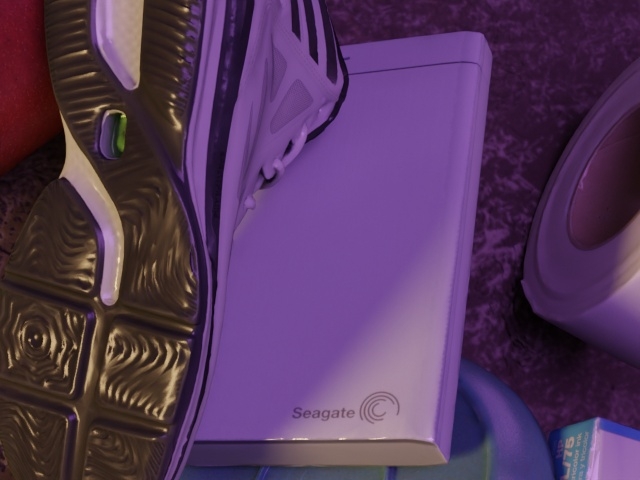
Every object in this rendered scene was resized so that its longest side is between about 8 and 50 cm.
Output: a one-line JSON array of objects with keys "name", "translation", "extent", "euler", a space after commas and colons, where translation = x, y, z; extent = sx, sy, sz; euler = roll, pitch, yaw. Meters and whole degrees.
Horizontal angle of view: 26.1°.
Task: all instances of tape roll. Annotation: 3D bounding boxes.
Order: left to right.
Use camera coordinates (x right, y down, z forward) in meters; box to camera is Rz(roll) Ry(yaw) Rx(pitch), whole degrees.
[{"name": "tape roll", "translation": [0.292, -0.035, 1.173], "extent": [0.100, 0.286, 0.286], "euler": [28, 65, -15]}]

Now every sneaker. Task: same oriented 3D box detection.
[{"name": "sneaker", "translation": [-0.072, -0.018, 0.965], "extent": [0.257, 0.169, 0.447], "euler": [-2, 102, -59]}]

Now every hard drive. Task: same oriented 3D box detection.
[{"name": "hard drive", "translation": [0.000, 0.000, 1.049], "extent": [0.047, 0.233, 0.353], "euler": [57, 36, -51]}]

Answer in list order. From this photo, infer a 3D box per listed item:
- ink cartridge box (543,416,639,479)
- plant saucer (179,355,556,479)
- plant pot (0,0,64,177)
[{"name": "ink cartridge box", "translation": [0.202, 0.273, 1.045], "extent": [0.198, 0.270, 0.197], "euler": [19, 66, -19]}, {"name": "plant saucer", "translation": [0.006, 0.180, 0.976], "extent": [0.317, 0.318, 0.043], "euler": [-48, 136, -28]}, {"name": "plant pot", "translation": [-0.261, -0.162, 0.985], "extent": [0.265, 0.272, 0.272], "euler": [-38, 92, -36]}]
